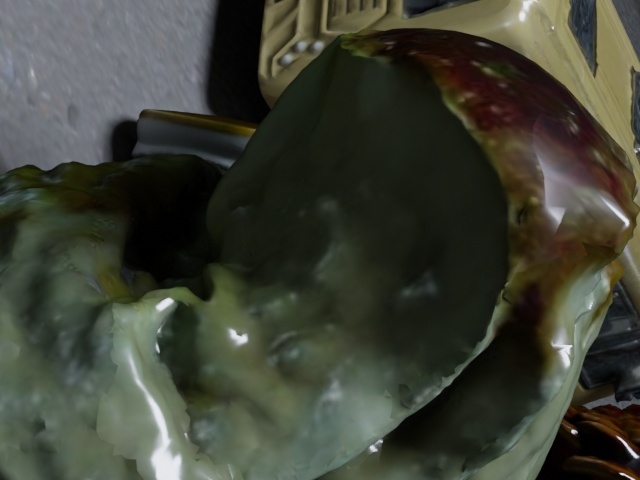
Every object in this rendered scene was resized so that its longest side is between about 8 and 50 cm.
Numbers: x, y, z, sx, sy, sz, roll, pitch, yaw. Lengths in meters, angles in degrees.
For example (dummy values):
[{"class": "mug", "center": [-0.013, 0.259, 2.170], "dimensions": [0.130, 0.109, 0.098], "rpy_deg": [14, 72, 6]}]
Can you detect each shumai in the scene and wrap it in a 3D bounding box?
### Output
[{"class": "shumai", "center": [0.024, 0.058, 0.700], "dimensions": [0.304, 0.263, 0.309], "rpy_deg": [54, 21, -12]}]

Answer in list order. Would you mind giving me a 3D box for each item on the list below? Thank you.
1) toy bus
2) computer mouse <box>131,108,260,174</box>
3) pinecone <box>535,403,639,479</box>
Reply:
[{"class": "toy bus", "center": [0.107, -0.049, 1.078], "dimensions": [0.365, 0.202, 0.177], "rpy_deg": [54, 32, -45]}, {"class": "computer mouse", "center": [0.000, 0.000, 0.921], "dimensions": [0.245, 0.126, 0.056], "rpy_deg": [49, 61, -47]}, {"class": "pinecone", "center": [0.174, 0.215, 1.049], "dimensions": [0.264, 0.264, 0.264], "rpy_deg": [43, 40, -53]}]
